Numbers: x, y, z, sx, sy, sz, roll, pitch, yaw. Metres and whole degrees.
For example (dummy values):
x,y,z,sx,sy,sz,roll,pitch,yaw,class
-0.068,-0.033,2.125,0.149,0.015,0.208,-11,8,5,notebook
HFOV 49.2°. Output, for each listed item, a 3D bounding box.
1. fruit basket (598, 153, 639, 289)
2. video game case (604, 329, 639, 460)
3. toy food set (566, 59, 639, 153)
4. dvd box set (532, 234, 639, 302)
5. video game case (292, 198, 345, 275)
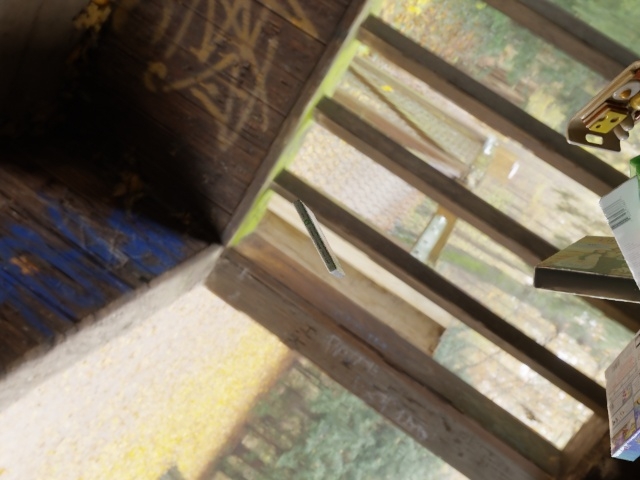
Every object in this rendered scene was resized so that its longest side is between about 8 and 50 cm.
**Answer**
x,y,z,sx,sy,sz,roll,pitch,yaw,class
0.657,-0.038,1.148,0.327,0.353,0.165,-30,-140,17,fruit basket
0.774,0.361,1.683,0.269,0.061,0.244,99,5,-51,video game case
0.836,-0.344,1.864,0.306,0.220,0.092,-48,-135,48,toy food set
0.745,0.063,1.721,0.420,0.307,0.062,-17,109,-51,dvd box set
0.000,0.000,1.745,0.023,0.193,0.212,-29,170,4,video game case
